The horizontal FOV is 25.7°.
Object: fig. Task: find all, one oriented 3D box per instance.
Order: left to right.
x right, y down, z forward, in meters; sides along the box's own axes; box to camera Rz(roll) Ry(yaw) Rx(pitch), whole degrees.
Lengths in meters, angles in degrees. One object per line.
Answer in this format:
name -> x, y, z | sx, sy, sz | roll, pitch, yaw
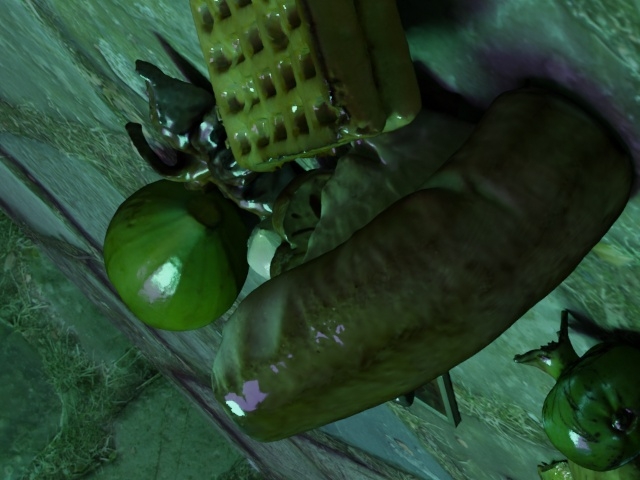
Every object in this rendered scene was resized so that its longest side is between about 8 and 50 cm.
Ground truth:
fig -> -0.213, 0.015, 2.194 | 0.239, 0.239, 0.271 | 42, 151, -6

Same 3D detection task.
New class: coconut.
coconut -> -0.056, 0.012, 2.059 | 0.110, 0.110, 0.124 | 24, 164, 42

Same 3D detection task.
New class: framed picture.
framed picture -> 0.101, 0.189, 2.316 | 0.289, 0.020, 0.211 | 32, 161, 26

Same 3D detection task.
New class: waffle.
waffle -> -0.026, -0.188, 1.361 | 0.327, 0.098, 0.224 | 172, 83, -70

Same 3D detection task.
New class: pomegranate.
pomegranate -> 0.314, 0.170, 1.632 | 0.191, 0.152, 0.131 | 54, 179, 33

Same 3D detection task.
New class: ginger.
ginger -> 0.364, 0.374, 2.190 | 0.057, 0.044, 0.137 | 19, 161, 7

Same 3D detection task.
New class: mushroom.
mushroom -> 0.092, 0.051, 1.354 | 0.313, 0.397, 0.224 | 12, 149, 52

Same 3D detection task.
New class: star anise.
star anise -> -0.151, -0.118, 1.924 | 0.349, 0.109, 0.292 | 34, 154, 17

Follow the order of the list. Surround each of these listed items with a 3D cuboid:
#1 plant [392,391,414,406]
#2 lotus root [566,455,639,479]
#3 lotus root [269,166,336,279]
plant -> 0.064, 0.127, 1.999 | 0.181, 0.194, 0.320 | 32, 170, -16
lotus root -> 0.390, 0.277, 1.718 | 0.257, 0.154, 0.140 | -136, 24, -70
lotus root -> -0.001, 0.001, 1.787 | 0.199, 0.188, 0.180 | 44, 169, -24
